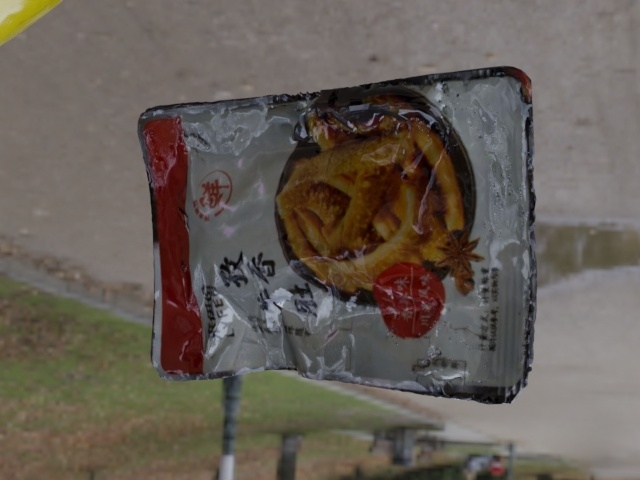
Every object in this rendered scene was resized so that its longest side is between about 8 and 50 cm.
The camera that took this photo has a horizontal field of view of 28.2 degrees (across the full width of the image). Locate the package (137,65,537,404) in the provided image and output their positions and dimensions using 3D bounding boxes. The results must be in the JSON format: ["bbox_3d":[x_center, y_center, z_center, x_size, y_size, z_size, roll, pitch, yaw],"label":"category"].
[{"bbox_3d":[0.000,0.000,0.643,0.239,0.154,0.030,-2,179,38],"label":"package"}]

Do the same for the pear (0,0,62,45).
[{"bbox_3d":[-0.144,-0.163,0.469,0.178,0.266,0.267,0,170,1],"label":"pear"}]
